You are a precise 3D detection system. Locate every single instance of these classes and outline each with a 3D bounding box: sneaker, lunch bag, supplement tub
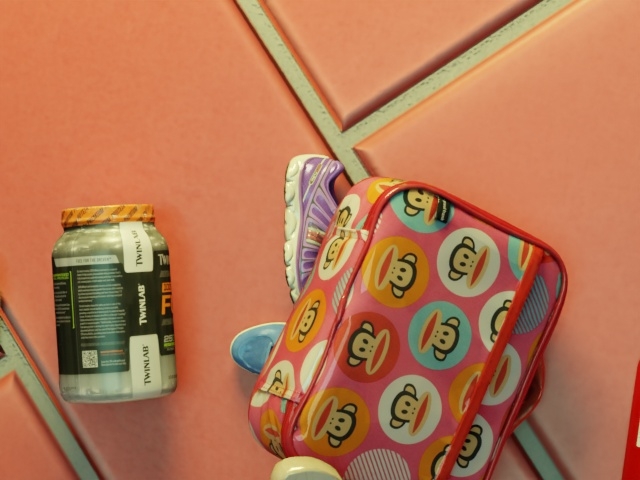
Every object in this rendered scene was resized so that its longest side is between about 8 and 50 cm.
[{"bbox_3d":[0.000,0.000,1.649,0.071,0.068,0.169,0,89,5],"label":"sneaker"},{"bbox_3d":[0.097,0.109,1.566,0.258,0.120,0.293,25,85,-24],"label":"lunch bag"},{"bbox_3d":[-0.020,0.114,1.640,0.152,0.084,0.058,11,91,10],"label":"sneaker"},{"bbox_3d":[-0.203,0.061,1.658,0.117,0.117,0.190,-4,90,10],"label":"supplement tub"}]

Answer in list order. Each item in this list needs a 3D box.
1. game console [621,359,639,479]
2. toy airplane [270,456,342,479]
[{"bbox_3d":[0.366,0.187,1.606,0.124,0.085,0.144,8,91,41],"label":"game console"},{"bbox_3d":[-0.017,0.418,1.537,0.386,0.272,0.384,44,114,-14],"label":"toy airplane"}]
